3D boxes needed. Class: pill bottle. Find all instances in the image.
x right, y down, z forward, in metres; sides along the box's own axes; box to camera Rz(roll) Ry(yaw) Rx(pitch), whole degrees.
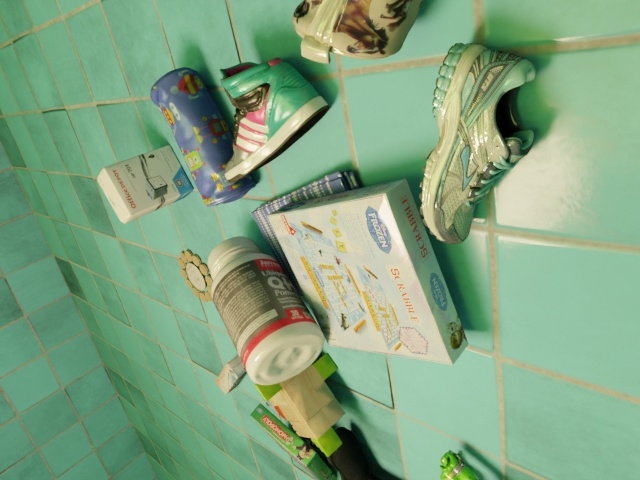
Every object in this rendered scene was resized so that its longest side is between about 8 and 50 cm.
[{"bbox_3d":[-0.138,0.141,1.049,0.319,0.176,0.177,53,145,36],"label":"pill bottle"}]

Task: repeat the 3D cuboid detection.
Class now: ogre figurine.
[{"bbox_3d":[0.305,0.530,0.973,0.118,0.096,0.197,29,123,46],"label":"ogre figurine"}]

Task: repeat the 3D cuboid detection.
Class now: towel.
[{"bbox_3d":[0.000,0.000,0.992,0.335,0.040,0.243,-15,106,51],"label":"towel"}]

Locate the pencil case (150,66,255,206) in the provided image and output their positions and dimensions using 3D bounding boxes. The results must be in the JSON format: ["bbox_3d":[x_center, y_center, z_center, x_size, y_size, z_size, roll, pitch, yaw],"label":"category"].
[{"bbox_3d":[-0.265,-0.223,1.043,0.133,0.119,0.306,-21,99,35],"label":"pencil case"}]

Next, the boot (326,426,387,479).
[{"bbox_3d":[0.133,0.605,1.195,0.207,0.094,0.247,13,130,45],"label":"boot"}]

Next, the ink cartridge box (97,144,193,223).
[{"bbox_3d":[-0.458,-0.149,1.237,0.082,0.190,0.140,-21,99,50],"label":"ink cartridge box"}]

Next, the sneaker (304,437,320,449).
[{"bbox_3d":[-0.031,0.573,1.390,0.109,0.040,0.044,34,133,25],"label":"sneaker"}]

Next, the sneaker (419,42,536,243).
[{"bbox_3d":[0.213,-0.111,0.636,0.122,0.110,0.283,20,128,33],"label":"sneaker"}]

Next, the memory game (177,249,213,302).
[{"bbox_3d":[-0.390,0.114,1.481,0.186,0.012,0.186,26,132,33],"label":"memory game"}]

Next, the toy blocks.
[{"bbox_3d":[-0.099,0.367,1.246,0.382,0.190,0.261,55,152,4],"label":"toy blocks"}]

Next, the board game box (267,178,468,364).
[{"bbox_3d":[0.076,0.065,0.873,0.317,0.065,0.319,-5,115,49],"label":"board game box"}]

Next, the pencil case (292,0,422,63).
[{"bbox_3d":[0.081,-0.405,0.520,0.160,0.183,0.411,41,139,18],"label":"pencil case"}]

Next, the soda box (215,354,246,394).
[{"bbox_3d":[-0.293,0.448,1.565,0.063,0.058,0.183,47,140,12],"label":"soda box"}]

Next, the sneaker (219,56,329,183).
[{"bbox_3d":[-0.133,-0.240,0.890,0.295,0.123,0.179,-30,97,43],"label":"sneaker"}]

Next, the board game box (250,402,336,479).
[{"bbox_3d":[-0.072,0.602,1.361,0.213,0.046,0.317,30,154,31],"label":"board game box"}]
